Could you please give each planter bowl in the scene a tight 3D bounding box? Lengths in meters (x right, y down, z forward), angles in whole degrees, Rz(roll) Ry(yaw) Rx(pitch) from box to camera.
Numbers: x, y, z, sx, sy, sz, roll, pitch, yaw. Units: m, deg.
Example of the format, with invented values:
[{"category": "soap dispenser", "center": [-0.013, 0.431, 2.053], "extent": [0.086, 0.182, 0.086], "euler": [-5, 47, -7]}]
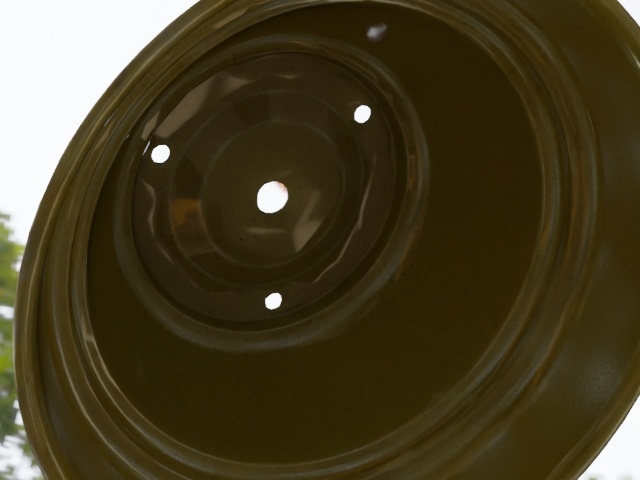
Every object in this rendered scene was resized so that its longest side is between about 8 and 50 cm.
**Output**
[{"category": "planter bowl", "center": [0.000, 0.000, 0.552], "extent": [0.217, 0.090, 0.217], "euler": [-10, -64, -22]}]
